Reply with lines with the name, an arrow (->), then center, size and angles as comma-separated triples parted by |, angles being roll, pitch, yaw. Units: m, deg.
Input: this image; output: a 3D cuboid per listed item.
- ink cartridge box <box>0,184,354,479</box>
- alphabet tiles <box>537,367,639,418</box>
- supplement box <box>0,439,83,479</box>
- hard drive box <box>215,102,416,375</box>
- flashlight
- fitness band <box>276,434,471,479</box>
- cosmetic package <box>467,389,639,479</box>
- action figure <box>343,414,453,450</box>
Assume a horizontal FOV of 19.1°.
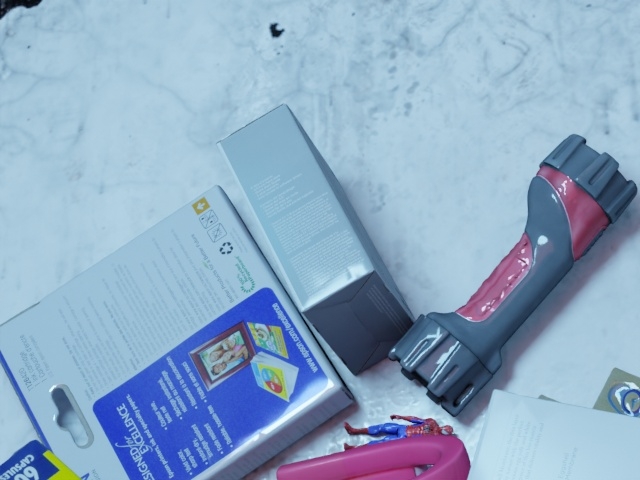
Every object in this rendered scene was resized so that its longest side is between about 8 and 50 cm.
ink cartridge box -> -0.165, 0.137, 2.050 | 0.307, 0.072, 0.303 | -34, 60, 3
alphabet tiles -> 0.324, 0.285, 1.839 | 0.342, 0.011, 0.285 | 22, 73, 27
supplement box -> -0.228, 0.394, 1.824 | 0.194, 0.195, 0.356 | -36, 52, -27
hard drive box -> 0.000, 0.000, 1.995 | 0.089, 0.181, 0.232 | -30, 58, 4
flashlight -> 0.194, 0.030, 1.962 | 0.304, 0.103, 0.103 | -46, 33, -6
fitness band -> 0.009, 0.258, 1.850 | 0.291, 0.209, 0.054 | -16, 97, 18
cosmetic package -> 0.250, 0.282, 1.778 | 0.225, 0.138, 0.224 | 11, 68, 22
action figure -> 0.081, 0.199, 1.956 | 0.115, 0.030, 0.038 | -5, 58, 14
